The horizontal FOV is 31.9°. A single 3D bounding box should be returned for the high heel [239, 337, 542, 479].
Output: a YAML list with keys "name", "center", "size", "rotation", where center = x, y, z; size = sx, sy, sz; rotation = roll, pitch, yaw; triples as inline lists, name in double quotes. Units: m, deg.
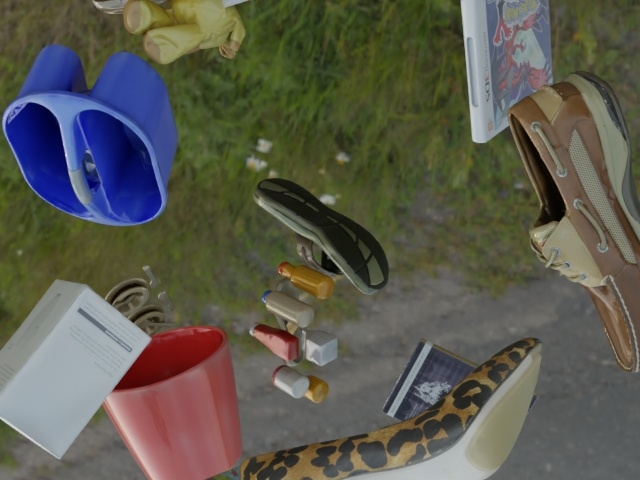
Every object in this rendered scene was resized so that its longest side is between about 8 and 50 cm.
- name: "high heel"
  center: [0.057, 0.153, 0.946]
  size: [0.186, 0.261, 0.093]
  rotation: [23, 151, 37]

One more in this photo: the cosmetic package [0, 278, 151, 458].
- name: "cosmetic package"
  center: [-0.402, 0.191, 1.713]
  size: [0.138, 0.225, 0.224]
  rotation: [43, 165, -18]

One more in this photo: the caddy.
- name: "caddy"
  center: [-0.361, -0.150, 1.776]
  size: [0.241, 0.179, 0.341]
  rotation: [6, 148, 7]

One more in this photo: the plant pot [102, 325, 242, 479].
- name: "plant pot"
  center: [-0.275, 0.330, 2.167]
  size: [0.275, 0.275, 0.243]
  rotation: [-8, 109, 27]

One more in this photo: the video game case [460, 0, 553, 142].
- name: "video game case"
  center: [0.242, -0.243, 1.424]
  size: [0.023, 0.201, 0.183]
  rotation: [10, 120, 35]

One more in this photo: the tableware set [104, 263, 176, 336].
- name: "tableware set"
  center: [-0.328, 0.131, 2.020]
  size: [0.128, 0.039, 0.194]
  rotation: [-35, 152, -9]

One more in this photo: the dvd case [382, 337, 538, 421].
- name: "dvd case"
  center: [0.238, 0.279, 1.925]
  size: [0.221, 0.018, 0.164]
  rotation: [25, 118, 1]

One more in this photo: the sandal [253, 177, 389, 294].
- name: "sandal"
  center: [0.000, -0.001, 1.951]
  size: [0.303, 0.120, 0.086]
  rotation: [39, 122, 26]

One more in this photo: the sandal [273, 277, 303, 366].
- name: "sandal"
  center: [-0.046, 0.150, 2.051]
  size: [0.049, 0.072, 0.180]
  rotation: [6, 114, 33]

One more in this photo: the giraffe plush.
- name: "giraffe plush"
  center: [-0.201, -0.355, 1.766]
  size: [0.210, 0.181, 0.170]
  rotation: [-3, 178, -5]

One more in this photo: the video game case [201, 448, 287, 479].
- name: "video game case"
  center: [-0.056, 0.331, 1.326]
  size: [0.212, 0.193, 0.023]
  rotation: [28, 123, 46]

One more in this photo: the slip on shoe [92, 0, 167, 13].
- name: "slip on shoe"
  center: [-0.295, -0.385, 1.781]
  size: [0.135, 0.051, 0.041]
  rotation: [-6, 151, 11]

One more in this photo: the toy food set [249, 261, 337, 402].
- name: "toy food set"
  center: [-0.048, 0.159, 1.853]
  size: [0.104, 0.111, 0.232]
  rotation: [24, 125, 39]

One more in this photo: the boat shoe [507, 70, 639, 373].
- name: "boat shoe"
  center: [0.281, -0.013, 1.201]
  size: [0.120, 0.324, 0.122]
  rotation: [-17, -179, -8]
